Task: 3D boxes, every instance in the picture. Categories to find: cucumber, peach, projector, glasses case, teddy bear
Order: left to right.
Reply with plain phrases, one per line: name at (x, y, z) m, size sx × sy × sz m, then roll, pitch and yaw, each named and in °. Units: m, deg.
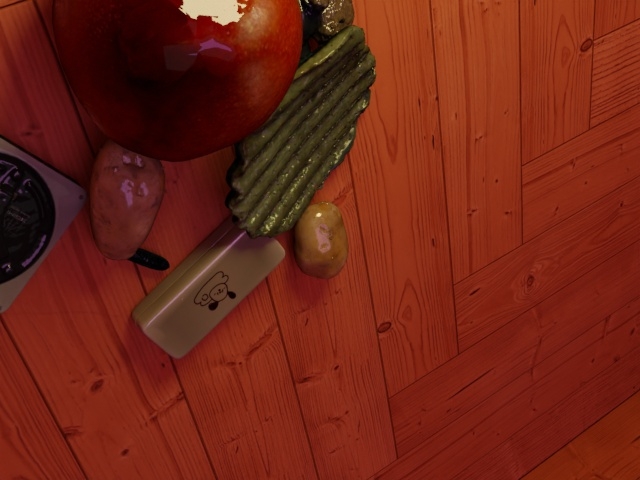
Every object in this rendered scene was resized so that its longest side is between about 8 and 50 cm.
projector at (-0.541, -0.037, 1.198) m, size 0.257 × 0.079 × 0.259 m, roll 36°, pitch 89°, yaw -42°
cucumber at (-0.336, 0.029, 1.420) m, size 0.133 × 0.032 × 0.032 m, roll 26°, pitch 97°, yaw -43°
peach at (-0.199, -0.298, 1.097) m, size 0.388 × 0.388 × 0.388 m, roll -17°, pitch 124°, yaw -28°
glasses case at (-0.220, 0.086, 1.510) m, size 0.313 × 0.070 × 0.131 m, roll -44°, pitch 132°, yaw -8°
teddy bear at (-0.046, -0.381, 1.348) m, size 0.251 × 0.182 × 0.129 m, roll -36°, pitch 92°, yaw -31°

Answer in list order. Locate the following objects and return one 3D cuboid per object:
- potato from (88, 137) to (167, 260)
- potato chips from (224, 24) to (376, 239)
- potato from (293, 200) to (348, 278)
potato at (-0.325, -0.070, 1.279) m, size 0.128 × 0.161 × 0.234 m, roll 8°, pitch 102°, yaw -12°
potato chips at (-0.025, -0.198, 1.407) m, size 0.429 × 0.070 × 0.358 m, roll -51°, pitch 157°, yaw -12°
potato at (0.000, 0.000, 1.600) m, size 0.118 × 0.109 × 0.178 m, roll -9°, pitch 116°, yaw -7°
